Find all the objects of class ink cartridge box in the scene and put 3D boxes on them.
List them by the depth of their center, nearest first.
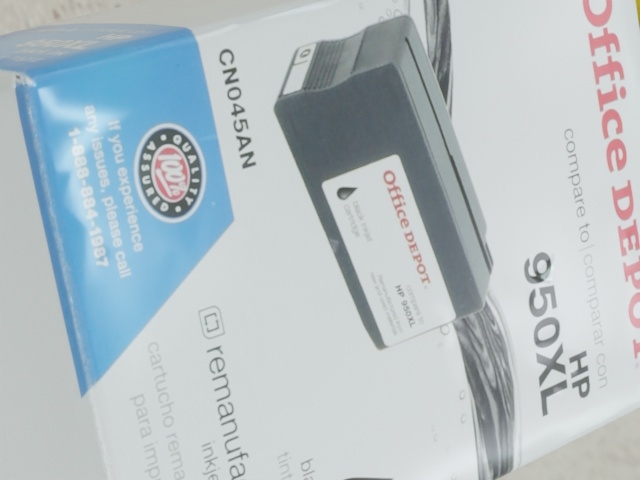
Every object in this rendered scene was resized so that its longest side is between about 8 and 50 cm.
[{"bbox_3d":[0.000,0.000,0.954,0.395,0.166,0.285,-20,106,-35],"label":"ink cartridge box"}]

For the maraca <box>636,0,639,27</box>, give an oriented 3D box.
[{"bbox_3d":[0.195,-0.162,1.064,0.099,0.185,0.127,9,154,-28],"label":"maraca"}]
